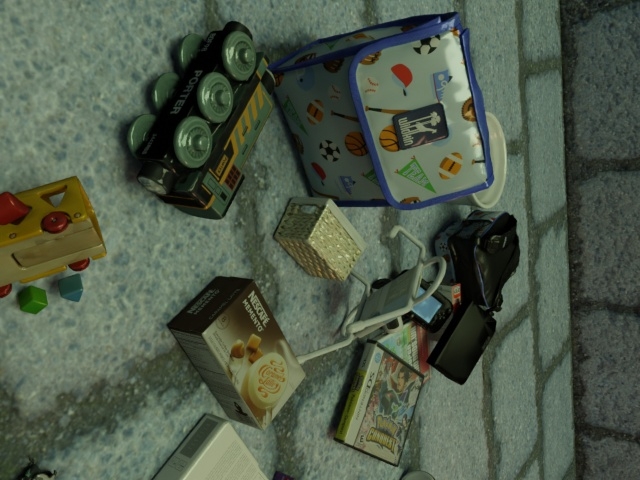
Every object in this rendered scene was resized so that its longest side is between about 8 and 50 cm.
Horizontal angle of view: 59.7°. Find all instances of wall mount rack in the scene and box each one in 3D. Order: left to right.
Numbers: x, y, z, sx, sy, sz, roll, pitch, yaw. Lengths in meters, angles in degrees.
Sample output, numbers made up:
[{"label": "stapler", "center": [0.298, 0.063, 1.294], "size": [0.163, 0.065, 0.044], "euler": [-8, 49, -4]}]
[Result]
[{"label": "wall mount rack", "center": [0.087, 0.134, 1.143], "size": [0.130, 0.350, 0.304], "euler": [37, 47, -12]}]

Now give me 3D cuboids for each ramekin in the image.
[{"label": "ramekin", "center": [0.431, -0.232, 1.635], "size": [0.277, 0.135, 0.277], "euler": [-5, 97, -50]}]

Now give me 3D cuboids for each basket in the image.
[{"label": "basket", "center": [0.000, 0.000, 1.156], "size": [0.167, 0.113, 0.103], "euler": [48, 60, -40]}]

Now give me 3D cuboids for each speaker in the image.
[{"label": "speaker", "center": [0.170, 0.165, 1.414], "size": [0.055, 0.055, 0.136], "euler": [-38, 121, -42]}]

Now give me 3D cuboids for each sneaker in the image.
[{"label": "sneaker", "center": [-0.406, 0.331, 0.756], "size": [0.098, 0.038, 0.069], "euler": [24, 73, -58]}]

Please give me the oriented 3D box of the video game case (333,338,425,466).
[{"label": "video game case", "center": [0.157, 0.411, 1.392], "size": [0.275, 0.035, 0.248], "euler": [40, 63, -43]}]

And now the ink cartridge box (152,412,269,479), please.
[{"label": "ink cartridge box", "center": [-0.213, 0.504, 0.972], "size": [0.296, 0.066, 0.261], "euler": [-49, 127, -36]}]

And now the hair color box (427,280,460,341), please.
[{"label": "hair color box", "center": [0.351, 0.205, 1.602], "size": [0.053, 0.093, 0.167], "euler": [-10, 100, -50]}]

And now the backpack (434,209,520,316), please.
[{"label": "backpack", "center": [0.478, 0.038, 1.655], "size": [0.263, 0.213, 0.277], "euler": [-36, 125, -34]}]

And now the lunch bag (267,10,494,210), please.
[{"label": "lunch bag", "center": [0.123, -0.239, 1.075], "size": [0.239, 0.385, 0.328], "euler": [-45, 126, -39]}]

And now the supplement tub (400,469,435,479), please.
[{"label": "supplement tub", "center": [0.294, 0.742, 1.553], "size": [0.117, 0.117, 0.190], "euler": [-50, 127, -36]}]

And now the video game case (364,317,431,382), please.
[{"label": "video game case", "center": [0.215, 0.328, 1.503], "size": [0.285, 0.025, 0.204], "euler": [-18, 106, -48]}]

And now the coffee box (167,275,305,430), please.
[{"label": "coffee box", "center": [-0.143, 0.202, 1.008], "size": [0.141, 0.098, 0.247], "euler": [-48, 127, -37]}]

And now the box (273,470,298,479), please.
[{"label": "box", "center": [-0.033, 0.643, 1.202], "size": [0.293, 0.057, 0.201], "euler": [46, 59, -41]}]

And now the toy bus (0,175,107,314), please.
[{"label": "toy bus", "center": [-0.381, -0.007, 0.706], "size": [0.202, 0.191, 0.104], "euler": [17, 36, -50]}]

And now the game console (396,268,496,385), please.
[{"label": "game console", "center": [0.316, 0.221, 1.507], "size": [0.361, 0.044, 0.213], "euler": [38, 79, -22]}]

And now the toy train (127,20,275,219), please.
[{"label": "toy train", "center": [-0.180, -0.196, 0.922], "size": [0.190, 0.142, 0.334], "euler": [54, 50, -52]}]
